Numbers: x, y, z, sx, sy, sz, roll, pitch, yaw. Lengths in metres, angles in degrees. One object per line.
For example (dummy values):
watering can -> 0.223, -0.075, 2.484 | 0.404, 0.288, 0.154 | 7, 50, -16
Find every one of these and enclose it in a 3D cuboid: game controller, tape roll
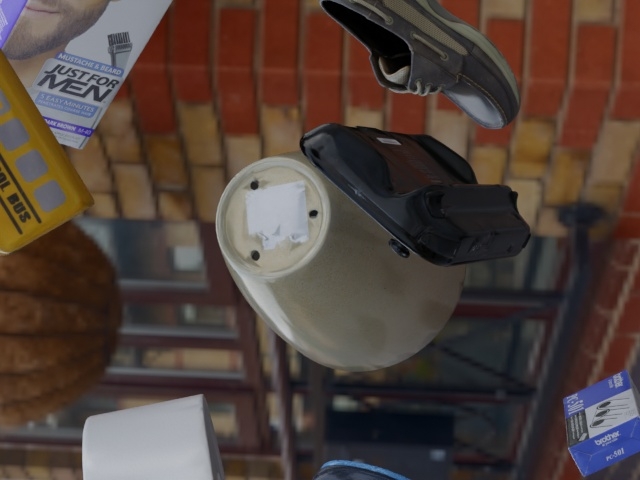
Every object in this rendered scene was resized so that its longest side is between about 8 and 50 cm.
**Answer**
game controller -> 0.092, -0.043, 1.299 | 0.067, 0.166, 0.319 | -60, -18, 12
tape roll -> -0.116, 0.271, 1.171 | 0.286, 0.100, 0.286 | 168, 90, -86

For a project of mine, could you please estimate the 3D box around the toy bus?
toy bus -> -0.357, -0.142, 1.369 | 0.332, 0.130, 0.108 | 59, 168, -6

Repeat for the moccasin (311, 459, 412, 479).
moccasin -> 0.125, 0.384, 1.787 | 0.117, 0.342, 0.137 | -52, -27, -34

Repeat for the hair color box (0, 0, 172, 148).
hair color box -> -0.326, -0.293, 1.895 | 0.339, 0.185, 0.110 | -55, 42, 26

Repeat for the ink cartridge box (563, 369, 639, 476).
ink cartridge box -> 0.368, 0.232, 1.869 | 0.046, 0.097, 0.207 | 62, -169, -6

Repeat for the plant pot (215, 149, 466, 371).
plant pot -> 0.000, 0.000, 1.580 | 0.274, 0.257, 0.256 | 29, -118, -66

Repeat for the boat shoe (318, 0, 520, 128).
boat shoe -> 0.126, -0.259, 1.987 | 0.130, 0.355, 0.132 | -57, 22, -18
